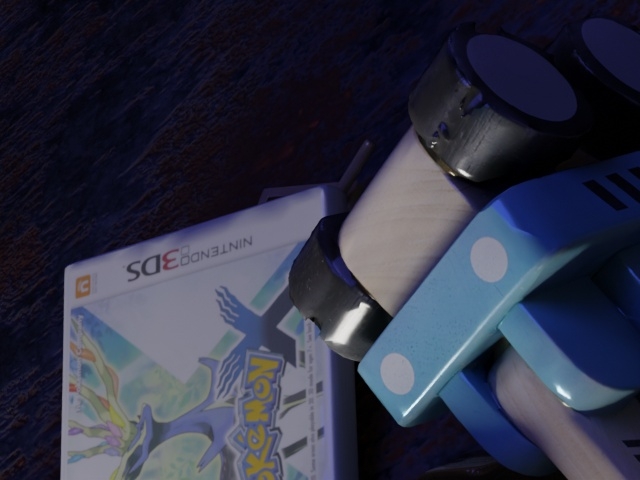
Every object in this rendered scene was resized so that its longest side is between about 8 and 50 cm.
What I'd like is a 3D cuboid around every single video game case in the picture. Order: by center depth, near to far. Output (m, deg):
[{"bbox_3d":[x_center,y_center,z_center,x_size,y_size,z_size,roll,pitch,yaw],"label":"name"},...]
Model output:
[{"bbox_3d":[-0.098,0.144,1.342,0.300,0.036,0.329,-16,66,35],"label":"video game case"}]

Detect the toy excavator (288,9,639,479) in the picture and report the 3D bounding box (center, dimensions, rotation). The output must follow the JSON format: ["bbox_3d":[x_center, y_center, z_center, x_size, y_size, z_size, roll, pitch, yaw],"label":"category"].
[{"bbox_3d":[0.173,0.095,1.004,0.445,0.433,0.222,49,127,20],"label":"toy excavator"}]

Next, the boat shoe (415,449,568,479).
[{"bbox_3d":[0.138,0.165,1.154,0.152,0.056,0.049,-5,23,36],"label":"boat shoe"}]

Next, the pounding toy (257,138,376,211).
[{"bbox_3d":[0.000,0.000,1.386,0.141,0.100,0.130,-4,57,42],"label":"pounding toy"}]
